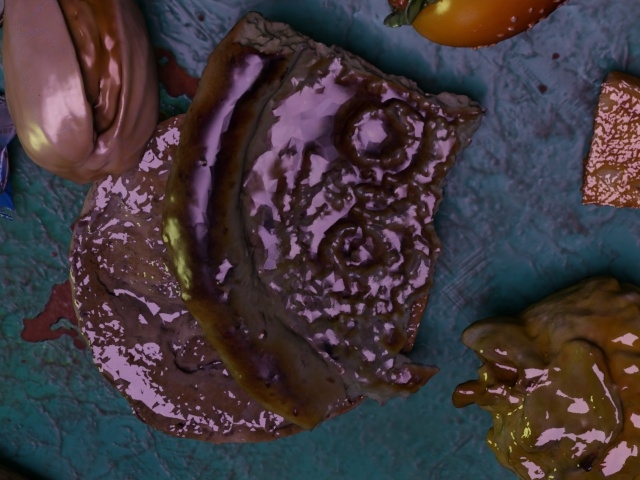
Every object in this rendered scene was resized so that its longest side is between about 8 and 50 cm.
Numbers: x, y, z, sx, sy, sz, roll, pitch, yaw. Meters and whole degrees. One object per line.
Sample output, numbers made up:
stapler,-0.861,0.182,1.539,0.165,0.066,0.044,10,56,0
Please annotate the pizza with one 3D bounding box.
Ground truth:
pizza,0.310,-0.087,1.598,0.134,0.046,0.175,-27,106,17

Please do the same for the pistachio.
pistachio,-0.238,-0.171,1.592,0.157,0.157,0.229,-9,91,12

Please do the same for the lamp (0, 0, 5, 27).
lamp,-0.475,-0.260,1.640,0.266,0.047,0.269,-38,102,23

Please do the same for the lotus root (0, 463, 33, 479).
lotus root,-0.362,0.299,1.838,0.190,0.094,0.108,17,149,-4

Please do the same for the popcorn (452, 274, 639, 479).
popcorn,0.264,0.156,1.627,0.266,0.192,0.233,14,113,-2

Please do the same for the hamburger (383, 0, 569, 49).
hamburger,0.154,-0.269,1.452,0.170,0.246,0.246,42,112,-12

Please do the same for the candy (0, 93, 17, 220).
candy,-0.352,-0.095,1.704,0.088,0.038,0.136,17,107,16

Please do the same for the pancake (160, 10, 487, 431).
pancake,-0.005,-0.001,1.598,0.305,0.067,0.427,7,108,-8

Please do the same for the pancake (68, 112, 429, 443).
pancake,-0.074,0.034,1.686,0.387,0.082,0.387,1,108,2
